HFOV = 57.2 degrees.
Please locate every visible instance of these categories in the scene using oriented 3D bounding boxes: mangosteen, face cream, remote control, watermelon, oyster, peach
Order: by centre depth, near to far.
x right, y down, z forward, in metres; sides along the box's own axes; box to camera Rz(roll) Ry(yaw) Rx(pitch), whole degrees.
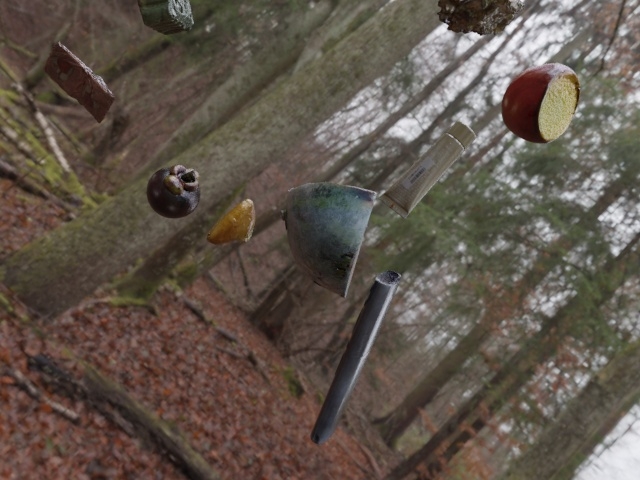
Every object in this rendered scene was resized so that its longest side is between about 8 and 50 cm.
[{"bbox_3d":[-0.006,-0.003,1.144,0.175,0.188,0.322,17,-14,4],"label":"watermelon"},{"bbox_3d":[0.070,0.238,1.194,0.044,0.377,0.107,25,17,15],"label":"remote control"},{"bbox_3d":[-0.322,-0.117,1.322,0.140,0.140,0.140,45,-11,11],"label":"mangosteen"},{"bbox_3d":[0.414,-0.593,1.507,0.260,0.198,0.092,-12,89,-60],"label":"oyster"},{"bbox_3d":[0.337,-0.223,1.829,0.137,0.341,0.084,45,2,43],"label":"face cream"},{"bbox_3d":[0.774,-0.495,2.077,0.246,0.249,0.274,27,-61,22],"label":"peach"}]

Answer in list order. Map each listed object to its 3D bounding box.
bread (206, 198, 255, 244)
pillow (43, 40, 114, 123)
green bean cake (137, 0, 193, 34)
[{"bbox_3d":[-0.210,-0.050,1.530,0.054,0.135,0.154,41,25,22],"label":"bread"},{"bbox_3d":[-0.742,-0.491,1.816,0.248,0.049,0.135,43,-49,-6],"label":"pillow"},{"bbox_3d":[-0.401,-0.629,1.501,0.181,0.094,0.172,-50,128,-81],"label":"green bean cake"}]
